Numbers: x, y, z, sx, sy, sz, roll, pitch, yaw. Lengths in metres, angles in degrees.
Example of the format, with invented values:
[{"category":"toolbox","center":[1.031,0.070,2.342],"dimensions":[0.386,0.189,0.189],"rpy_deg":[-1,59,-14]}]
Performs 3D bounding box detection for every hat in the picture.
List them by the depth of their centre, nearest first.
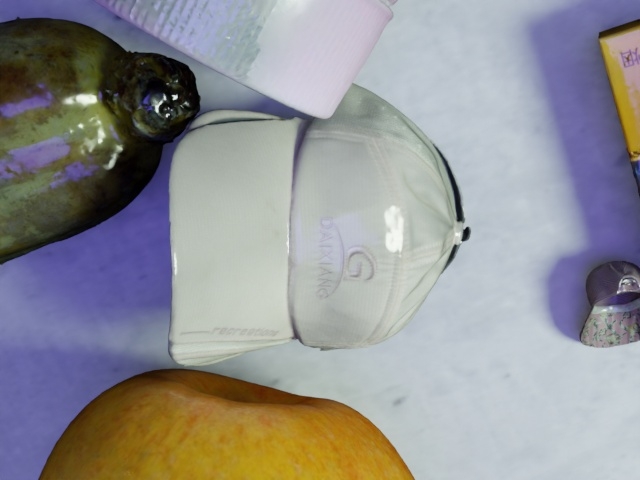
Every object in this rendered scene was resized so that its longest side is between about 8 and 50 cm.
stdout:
[{"category":"hat","center":[0.000,0.000,0.598],"dimensions":[0.164,0.226,0.219],"rpy_deg":[9,106,23]},{"category":"hat","center":[0.234,0.049,0.672],"dimensions":[0.058,0.042,0.087],"rpy_deg":[-8,136,9]}]

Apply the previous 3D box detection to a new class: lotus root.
[{"category":"lotus root","center":[-0.231,-0.066,0.618],"dimensions":[0.310,0.173,0.173],"rpy_deg":[-16,101,8]}]

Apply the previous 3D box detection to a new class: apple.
[{"category":"apple","center":[-0.061,0.230,0.604],"dimensions":[0.299,0.299,0.274],"rpy_deg":[-4,88,5]}]

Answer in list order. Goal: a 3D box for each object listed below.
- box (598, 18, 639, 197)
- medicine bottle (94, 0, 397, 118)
[{"category":"box","center":[0.308,-0.060,0.609],"dimensions":[0.152,0.070,0.237],"rpy_deg":[-15,100,21]},{"category":"medicine bottle","center":[-0.007,-0.252,0.514],"dimensions":[0.241,0.241,0.301],"rpy_deg":[30,102,-3]}]
